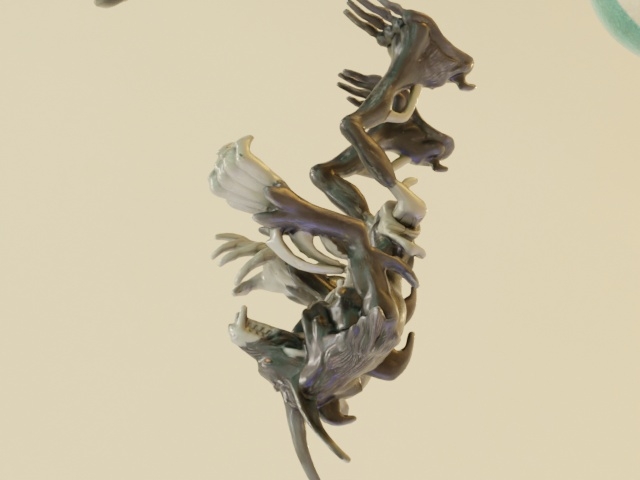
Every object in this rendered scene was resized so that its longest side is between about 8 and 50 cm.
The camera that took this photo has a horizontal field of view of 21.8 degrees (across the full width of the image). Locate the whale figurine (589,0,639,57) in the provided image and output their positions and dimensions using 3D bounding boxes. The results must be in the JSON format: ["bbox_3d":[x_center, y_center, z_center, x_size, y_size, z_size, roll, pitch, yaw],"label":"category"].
[{"bbox_3d":[0.323,-0.270,1.438,0.216,0.141,0.272,26,-115,-11],"label":"whale figurine"}]

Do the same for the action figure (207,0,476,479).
[{"bbox_3d":[0.000,0.000,0.970,0.141,0.164,0.276,19,-121,0],"label":"action figure"}]

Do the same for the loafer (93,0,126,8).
[{"bbox_3d":[-0.102,-0.242,0.974,0.078,0.080,0.220,24,-98,-23],"label":"loafer"}]
